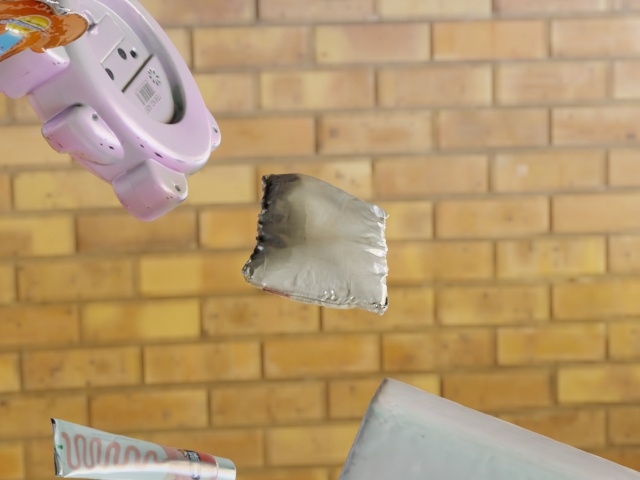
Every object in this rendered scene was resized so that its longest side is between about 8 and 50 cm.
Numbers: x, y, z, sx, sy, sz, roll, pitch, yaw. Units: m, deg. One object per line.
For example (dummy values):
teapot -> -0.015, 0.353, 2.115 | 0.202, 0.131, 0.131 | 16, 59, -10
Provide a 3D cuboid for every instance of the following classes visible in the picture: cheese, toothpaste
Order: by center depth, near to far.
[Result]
cheese -> -0.259, -0.099, 1.051 | 0.256, 0.037, 0.106 | -21, 163, 27
toothpaste -> -0.164, 0.203, 1.515 | 0.205, 0.056, 0.036 | 17, 139, -43

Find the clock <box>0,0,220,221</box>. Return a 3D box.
clock -> -0.204, -0.151, 1.590 | 0.090, 0.248, 0.227 | -31, -164, 24

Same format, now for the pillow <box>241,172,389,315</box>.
pillow -> 0.000, 0.000, 1.480 | 0.128, 0.051, 0.229 | 16, -156, -4

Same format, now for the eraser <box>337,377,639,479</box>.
eraser -> 0.129, 0.202, 0.777 | 0.290, 0.189, 0.104 | 21, -166, 5
